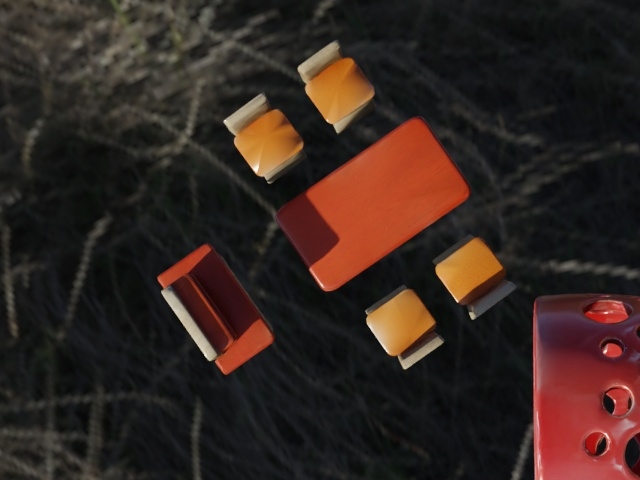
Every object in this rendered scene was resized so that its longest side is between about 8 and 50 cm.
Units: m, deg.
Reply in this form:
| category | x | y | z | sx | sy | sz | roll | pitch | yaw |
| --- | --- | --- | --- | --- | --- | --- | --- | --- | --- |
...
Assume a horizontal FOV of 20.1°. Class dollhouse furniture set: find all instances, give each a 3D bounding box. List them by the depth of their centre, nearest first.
| category | x | y | z | sx | sy | sz | roll | pitch | yaw |
| --- | --- | --- | --- | --- | --- | --- | --- | --- | --- |
| dollhouse furniture set | 0.000 | 0.000 | 1.499 | 0.259 | 0.135 | 0.262 | -36 | 87 | 0 |

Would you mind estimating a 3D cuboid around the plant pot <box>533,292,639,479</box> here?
| category | x | y | z | sx | sy | sz | roll | pitch | yaw |
| --- | --- | --- | --- | --- | --- | --- | --- | --- | --- |
| plant pot | 0.235 | 0.132 | 1.256 | 0.174 | 0.191 | 0.191 | 0 | 55 | 10 |
